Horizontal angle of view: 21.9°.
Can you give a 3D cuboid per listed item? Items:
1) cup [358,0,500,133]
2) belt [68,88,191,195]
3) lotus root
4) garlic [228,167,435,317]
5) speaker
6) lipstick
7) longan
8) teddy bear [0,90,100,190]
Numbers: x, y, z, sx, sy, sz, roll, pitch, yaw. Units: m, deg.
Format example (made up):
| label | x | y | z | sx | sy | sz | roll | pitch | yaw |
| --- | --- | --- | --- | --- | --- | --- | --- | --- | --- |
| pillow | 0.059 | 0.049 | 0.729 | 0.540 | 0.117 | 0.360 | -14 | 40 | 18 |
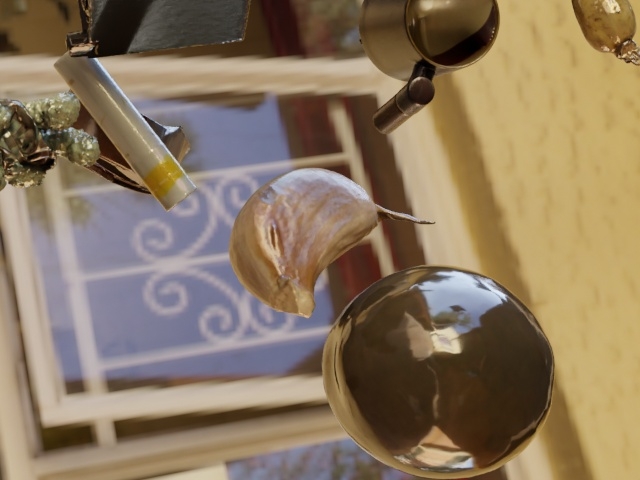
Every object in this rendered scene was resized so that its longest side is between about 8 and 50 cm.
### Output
| label | x | y | z | sx | sy | sz | roll | pitch | yaw |
| --- | --- | --- | --- | --- | --- | --- | --- | --- | --- |
| cup | 0.160 | -0.273 | 2.345 | 0.177 | 0.166 | 0.239 | -166 | -106 | -73 |
| belt | -0.304 | -0.148 | 2.509 | 0.105 | 0.184 | 0.261 | -67 | 155 | -9 |
| lotus root | 0.350 | -0.278 | 2.027 | 0.152 | 0.072 | 0.063 | 62 | -32 | 6 |
| garlic | -0.001 | -0.008 | 1.544 | 0.128 | 0.198 | 0.090 | 37 | -48 | 23 |
| speaker | -0.228 | -0.380 | 2.213 | 0.232 | 0.254 | 0.184 | 109 | -30 | -67 |
| lipstick | -0.275 | -0.160 | 2.326 | 0.264 | 0.059 | 0.059 | 52 | -18 | -3 |
| longan | 0.110 | 0.129 | 1.628 | 0.248 | 0.248 | 0.248 | 171 | -90 | -73 |
| teddy bear | -0.375 | -0.111 | 1.934 | 0.111 | 0.213 | 0.133 | 48 | -20 | 41 |
